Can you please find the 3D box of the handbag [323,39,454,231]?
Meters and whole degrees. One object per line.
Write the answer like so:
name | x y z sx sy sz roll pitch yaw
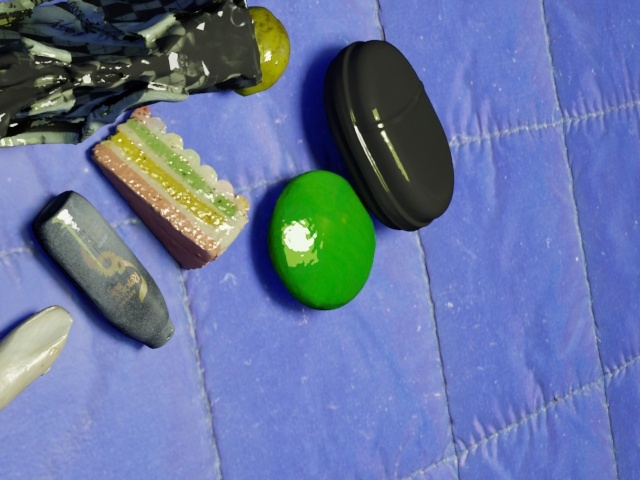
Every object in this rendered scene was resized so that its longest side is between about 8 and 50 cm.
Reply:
handbag | 0.113 -0.165 1.809 0.308 0.093 0.254 63 31 -18

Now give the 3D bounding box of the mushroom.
mushroom | -0.372 0.149 1.358 0.084 0.071 0.209 44 48 5

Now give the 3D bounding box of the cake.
cake | -0.189 -0.069 1.543 0.225 0.090 0.109 53 57 -28

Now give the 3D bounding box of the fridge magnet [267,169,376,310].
fridge magnet | 0.000 0.000 1.726 0.208 0.088 0.208 6 82 -46

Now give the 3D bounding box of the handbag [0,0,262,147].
handbag | -0.297 -0.180 1.278 0.416 0.317 0.180 -21 108 -44

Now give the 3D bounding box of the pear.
pear | -0.095 -0.266 1.640 0.107 0.107 0.131 43 66 -35

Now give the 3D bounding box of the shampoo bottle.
shampoo bottle | -0.267 0.044 1.479 0.234 0.049 0.087 55 54 -28
